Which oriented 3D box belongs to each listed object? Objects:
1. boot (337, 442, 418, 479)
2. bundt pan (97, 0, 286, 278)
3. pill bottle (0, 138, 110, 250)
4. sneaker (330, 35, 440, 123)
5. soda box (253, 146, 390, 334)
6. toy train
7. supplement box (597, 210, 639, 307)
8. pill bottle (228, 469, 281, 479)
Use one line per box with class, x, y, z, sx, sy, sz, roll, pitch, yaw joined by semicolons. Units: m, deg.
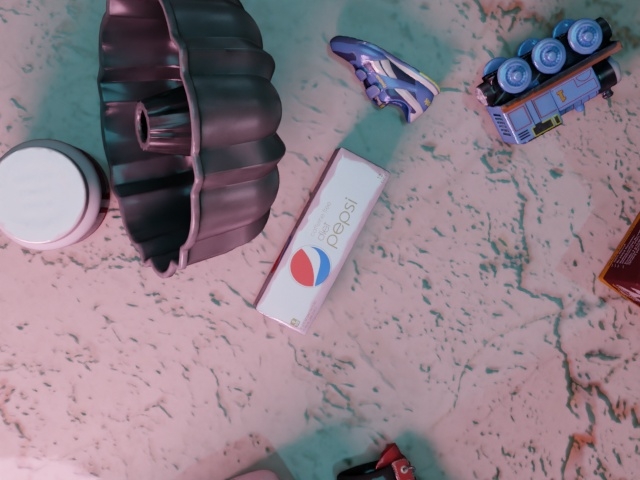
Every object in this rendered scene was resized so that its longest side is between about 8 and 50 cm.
boot;0.144;0.327;1.532;0.244;0.088;0.176;-3;91;-1
bundt pan;-0.135;-0.129;1.387;0.124;0.331;0.330;-8;93;-24
pill bottle;-0.298;-0.050;1.410;0.121;0.221;0.121;0;91;-5
sneaker;0.070;-0.193;1.524;0.144;0.053;0.059;31;91;-4
soda box;0.000;0.000;1.512;0.069;0.074;0.216;27;89;-5
toy train;0.276;-0.192;1.532;0.184;0.080;0.105;-29;103;-6
supplement box;0.451;0.005;1.491;0.129;0.194;0.191;33;89;-5
pill bottle;-0.038;0.477;1.449;0.224;0.224;0.392;-33;94;-3
